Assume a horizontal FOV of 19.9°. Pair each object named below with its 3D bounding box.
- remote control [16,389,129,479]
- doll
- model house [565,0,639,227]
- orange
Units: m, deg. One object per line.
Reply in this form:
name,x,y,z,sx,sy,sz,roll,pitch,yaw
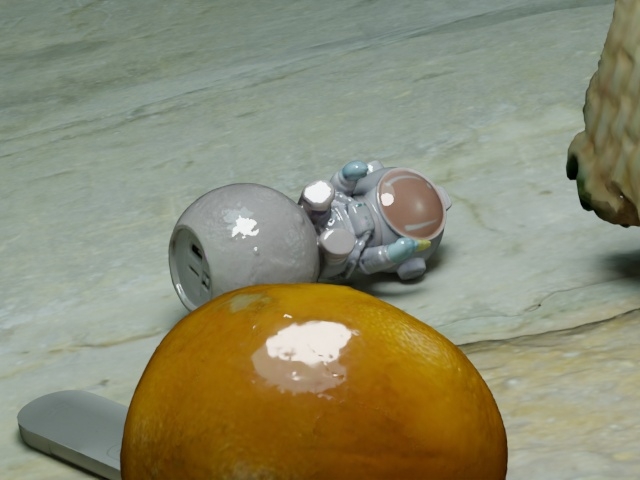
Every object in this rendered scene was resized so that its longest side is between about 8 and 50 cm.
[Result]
remote control,-0.164,0.171,1.522,0.245,0.022,0.077,15,31,42
doll,0.000,0.000,1.730,0.287,0.151,0.151,-14,23,-31
model house,0.489,-0.071,1.504,0.445,0.395,0.400,3,36,-17
orange,-0.005,0.144,1.236,0.261,0.261,0.261,-7,23,3
